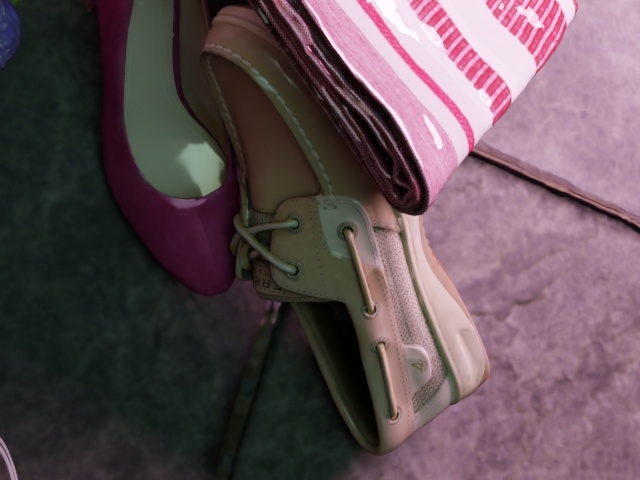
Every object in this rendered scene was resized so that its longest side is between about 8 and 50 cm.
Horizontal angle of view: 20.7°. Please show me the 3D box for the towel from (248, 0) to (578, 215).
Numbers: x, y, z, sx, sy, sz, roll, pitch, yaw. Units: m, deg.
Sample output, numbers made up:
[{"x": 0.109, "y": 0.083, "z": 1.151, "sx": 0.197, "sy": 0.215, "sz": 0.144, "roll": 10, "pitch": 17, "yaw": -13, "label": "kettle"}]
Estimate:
[{"x": 0.053, "y": -0.179, "z": 1.072, "sx": 0.237, "sy": 0.037, "sz": 0.329, "roll": 55, "pitch": 35, "yaw": -9, "label": "towel"}]

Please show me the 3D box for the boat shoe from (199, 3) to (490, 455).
[{"x": 0.000, "y": 0.000, "z": 1.059, "sx": 0.098, "sy": 0.109, "sz": 0.302, "roll": -39, "pitch": 119, "yaw": -20, "label": "boat shoe"}]

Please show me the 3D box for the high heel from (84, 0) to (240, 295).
[{"x": -0.084, "y": -0.088, "z": 1.051, "sx": 0.082, "sy": 0.117, "sz": 0.244, "roll": -11, "pitch": 88, "yaw": -24, "label": "high heel"}]

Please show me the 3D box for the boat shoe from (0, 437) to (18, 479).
[{"x": -0.204, "y": 0.211, "z": 0.992, "sx": 0.077, "sy": 0.070, "sz": 0.219, "roll": 6, "pitch": 82, "yaw": -23, "label": "boat shoe"}]

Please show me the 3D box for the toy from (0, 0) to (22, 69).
[{"x": -0.196, "y": -0.163, "z": 0.996, "sx": 0.056, "sy": 0.137, "sz": 0.237, "roll": -4, "pitch": 84, "yaw": -9, "label": "toy"}]
